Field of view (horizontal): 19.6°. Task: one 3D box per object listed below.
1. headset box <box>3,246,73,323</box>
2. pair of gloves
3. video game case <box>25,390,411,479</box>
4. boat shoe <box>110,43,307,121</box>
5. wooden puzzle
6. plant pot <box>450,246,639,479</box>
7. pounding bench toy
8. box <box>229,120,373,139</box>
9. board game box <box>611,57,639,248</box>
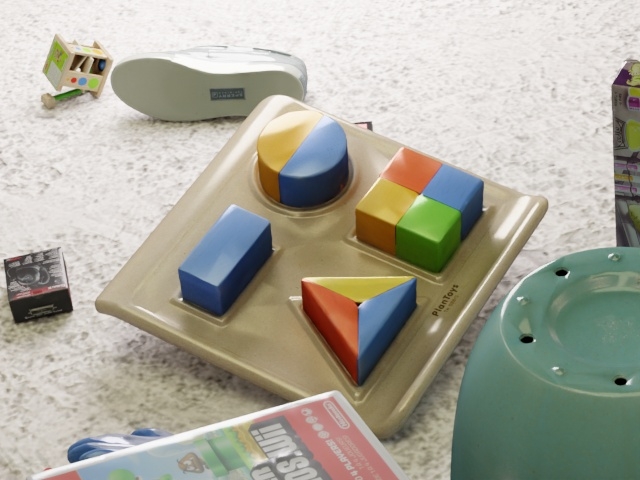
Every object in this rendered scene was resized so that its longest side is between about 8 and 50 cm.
[{"bbox_3d":[-0.286,0.047,1.878,0.062,0.032,0.083,-13,38,-6],"label":"headset box"},{"bbox_3d":[-0.155,0.187,1.596,0.159,0.023,0.198,-4,7,8],"label":"pair of gloves"},{"bbox_3d":[-0.061,0.219,1.445,0.285,0.025,0.204,-14,41,-26],"label":"video game case"},{"bbox_3d":[-0.125,-0.187,2.133,0.227,0.079,0.081,3,28,7],"label":"boat shoe"},{"bbox_3d":[0.000,0.000,1.779,0.348,0.080,0.322,21,55,24],"label":"wooden puzzle"},{"bbox_3d":[0.240,0.149,1.471,0.293,0.235,0.293,-5,37,4],"label":"plant pot"},{"bbox_3d":[-0.289,-0.193,2.189,0.065,0.083,0.052,7,27,-36],"label":"pounding bench toy"},{"bbox_3d":[-0.016,-0.037,1.928,0.159,0.044,0.233,-7,37,3],"label":"box"},{"bbox_3d":[0.349,0.017,1.533,0.208,0.347,0.056,7,40,21],"label":"board game box"}]
